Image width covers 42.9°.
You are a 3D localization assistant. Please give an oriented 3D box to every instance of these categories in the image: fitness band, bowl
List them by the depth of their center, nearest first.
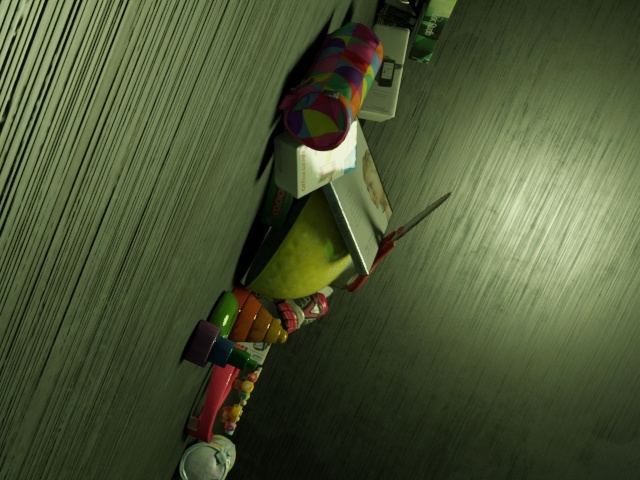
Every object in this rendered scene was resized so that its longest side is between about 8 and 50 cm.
[{"bbox_3d":[0.000,0.000,1.490,0.289,0.156,0.289,-57,-171,15],"label":"bowl"},{"bbox_3d":[-0.227,0.331,1.777,0.291,0.054,0.209,111,1,-69],"label":"fitness band"}]

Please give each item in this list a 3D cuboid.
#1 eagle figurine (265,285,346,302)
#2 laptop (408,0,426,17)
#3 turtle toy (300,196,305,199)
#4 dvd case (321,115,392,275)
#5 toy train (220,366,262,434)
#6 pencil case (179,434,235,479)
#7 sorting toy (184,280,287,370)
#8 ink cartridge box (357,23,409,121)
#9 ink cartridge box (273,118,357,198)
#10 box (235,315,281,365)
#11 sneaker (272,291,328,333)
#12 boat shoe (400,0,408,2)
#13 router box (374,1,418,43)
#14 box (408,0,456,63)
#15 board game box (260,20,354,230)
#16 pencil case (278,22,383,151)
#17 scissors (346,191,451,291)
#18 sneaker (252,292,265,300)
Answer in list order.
[{"bbox_3d":[-0.031,0.086,2.244,0.226,0.225,0.298,-56,-169,14],"label":"eagle figurine"},{"bbox_3d":[0.252,-0.643,1.703,0.264,0.136,0.234,-45,165,-38],"label":"laptop"},{"bbox_3d":[-0.031,-0.091,1.650,0.095,0.066,0.130,29,-82,54],"label":"turtle toy"},{"bbox_3d":[0.059,-0.092,1.381,0.253,0.022,0.180,66,33,-33],"label":"dvd case"},{"bbox_3d":[-0.183,0.348,1.767,0.125,0.046,0.166,-69,-177,-85],"label":"toy train"},{"bbox_3d":[-0.273,0.542,2.003,0.124,0.113,0.273,-43,175,-9],"label":"pencil case"},{"bbox_3d":[-0.126,0.163,1.374,0.365,0.126,0.127,-51,165,-85],"label":"sorting toy"},{"bbox_3d":[0.103,-0.289,1.415,0.109,0.063,0.150,-153,-107,-83],"label":"ink cartridge box"},{"bbox_3d":[-0.006,-0.128,1.196,0.122,0.052,0.088,-29,135,-31],"label":"ink cartridge box"},{"bbox_3d":[-0.159,0.241,2.001,0.028,0.081,0.136,-59,173,-79],"label":"box"},{"bbox_3d":[-0.057,0.137,1.943,0.299,0.112,0.121,-125,-163,-71],"label":"sneaker"},{"bbox_3d":[0.245,-0.699,2.239,0.043,0.049,0.137,107,4,-48],"label":"boat shoe"},{"bbox_3d":[0.179,-0.517,1.971,0.122,0.092,0.038,107,6,-77],"label":"router box"},{"bbox_3d":[0.269,-0.560,1.787,0.322,0.058,0.232,99,6,-79],"label":"box"},{"bbox_3d":[-0.010,-0.197,1.402,0.213,0.046,0.317,112,3,-57],"label":"board game box"},{"bbox_3d":[0.021,-0.224,1.160,0.236,0.104,0.104,-65,178,-51],"label":"pencil case"},{"bbox_3d":[0.133,-0.013,1.434,0.297,0.021,0.109,-48,-170,33],"label":"scissors"},{"bbox_3d":[-0.121,0.089,1.848,0.069,0.038,0.098,109,5,-75],"label":"sneaker"}]
